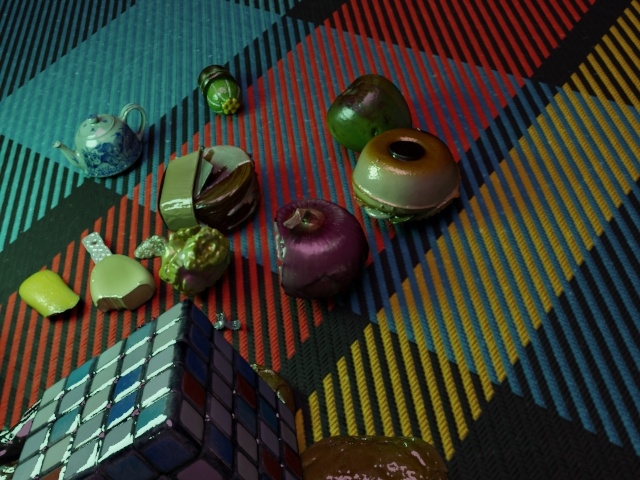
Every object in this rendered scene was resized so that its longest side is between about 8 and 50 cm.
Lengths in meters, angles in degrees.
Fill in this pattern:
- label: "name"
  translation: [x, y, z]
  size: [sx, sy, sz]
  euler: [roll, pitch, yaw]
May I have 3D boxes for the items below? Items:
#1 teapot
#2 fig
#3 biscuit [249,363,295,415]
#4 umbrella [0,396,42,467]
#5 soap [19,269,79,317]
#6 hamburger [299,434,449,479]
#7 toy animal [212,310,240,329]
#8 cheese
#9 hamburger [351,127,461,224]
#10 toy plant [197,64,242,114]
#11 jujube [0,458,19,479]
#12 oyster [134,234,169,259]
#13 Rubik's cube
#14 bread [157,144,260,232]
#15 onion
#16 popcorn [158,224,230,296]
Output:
- label: "teapot"
  translation: [-0.524, -0.249, 1.838]
  size: [0.232, 0.159, 0.159]
  euler: [-34, 49, -16]
- label: "fig"
  translation: [0.115, -0.276, 1.686]
  size: [0.191, 0.181, 0.181]
  euler: [43, 66, 11]
- label: "biscuit"
  translation: [-0.149, 0.300, 1.305]
  size: [0.226, 0.042, 0.226]
  euler: [-8, 46, 9]
- label: "umbrella"
  translation: [-0.493, 0.325, 1.329]
  size: [0.118, 0.118, 0.340]
  euler: [31, 62, 35]
- label: "soap"
  translation: [-0.569, 0.117, 1.589]
  size: [0.089, 0.033, 0.168]
  euler: [-41, 51, -19]
- label: "hamburger"
  translation: [0.069, 0.406, 1.085]
  size: [0.285, 0.134, 0.265]
  euler: [-8, 42, 12]
- label: "toy animal"
  translation: [-0.190, 0.153, 1.459]
  size: [0.084, 0.028, 0.050]
  euler: [-3, 56, 11]
- label: "cheese"
  translation: [-0.447, 0.060, 1.600]
  size: [0.127, 0.050, 0.255]
  euler: [-34, 47, -15]
- label: "hamburger"
  translation: [0.173, -0.135, 1.552]
  size: [0.237, 0.147, 0.237]
  euler: [0, 42, 0]
- label: "toy plant"
  translation: [-0.252, -0.378, 1.923]
  size: [0.093, 0.093, 0.162]
  euler: [-24, 47, -8]
- label: "jujube"
  translation: [-0.412, 0.474, 1.092]
  size: [0.226, 0.226, 0.317]
  euler: [-16, 43, 0]
- label: "oyster"
  translation: [-0.358, 0.018, 1.622]
  size: [0.083, 0.038, 0.080]
  euler: [-27, 49, -12]
- label: "Rubik's cube"
  translation: [-0.214, 0.312, 1.048]
  size: [0.292, 0.287, 0.293]
  euler: [-35, 25, 8]
- label: "bread"
  translation: [-0.239, -0.117, 1.644]
  size: [0.212, 0.142, 0.224]
  euler: [-11, 45, 10]
- label: "onion"
  translation: [0.000, 0.012, 1.451]
  size: [0.201, 0.200, 0.207]
  euler: [-23, 15, -6]
- label: "popcorn"
  translation: [-0.249, 0.039, 1.516]
  size: [0.126, 0.126, 0.145]
  euler: [19, 79, 38]
